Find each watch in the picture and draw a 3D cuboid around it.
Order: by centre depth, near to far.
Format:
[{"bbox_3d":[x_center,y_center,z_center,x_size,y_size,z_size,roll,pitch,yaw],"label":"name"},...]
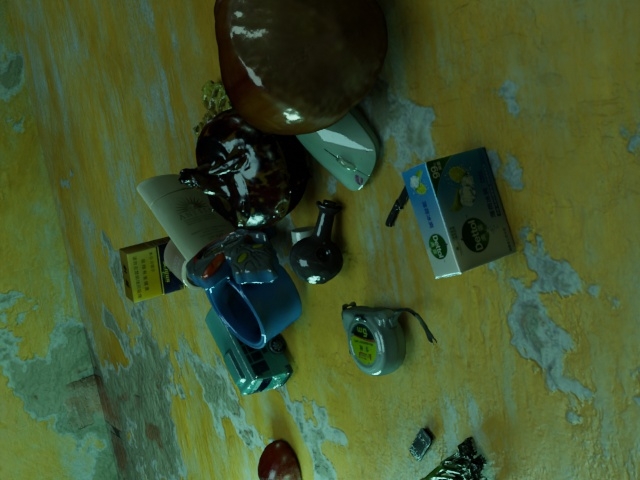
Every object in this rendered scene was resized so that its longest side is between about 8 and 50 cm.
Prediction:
[{"bbox_3d":[-0.152,0.119,2.064,0.305,0.241,0.274,11,130,56],"label":"watch"}]

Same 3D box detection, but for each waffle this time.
[{"bbox_3d":[-0.244,-0.276,2.148,0.291,0.051,0.291,32,130,47],"label":"waffle"}]

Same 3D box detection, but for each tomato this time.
[{"bbox_3d":[-0.125,0.637,2.348,0.139,0.091,0.159,10,111,53],"label":"tomato"}]

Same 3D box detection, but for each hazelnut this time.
[{"bbox_3d":[-0.050,-0.365,1.580,0.372,0.315,0.372,-171,90,-69],"label":"hazelnut"}]

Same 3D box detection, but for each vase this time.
[{"bbox_3d":[0.000,0.000,1.866,0.120,0.120,0.183,30,113,47],"label":"vase"}]

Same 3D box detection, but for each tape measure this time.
[{"bbox_3d":[0.162,0.208,1.728,0.330,0.084,0.164,4,110,57],"label":"tape measure"}]

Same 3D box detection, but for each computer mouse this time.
[{"bbox_3d":[0.006,-0.233,1.755,0.288,0.097,0.159,57,142,24],"label":"computer mouse"}]

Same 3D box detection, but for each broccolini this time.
[{"bbox_3d":[0.266,0.517,1.737,0.271,0.062,0.123,-59,40,42],"label":"broccolini"}]

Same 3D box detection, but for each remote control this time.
[{"bbox_3d":[0.216,0.436,1.819,0.039,0.014,0.096,51,143,30],"label":"remote control"}]

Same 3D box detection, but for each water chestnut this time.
[{"bbox_3d":[-0.178,-0.155,1.897,0.300,0.300,0.300,29,127,47],"label":"water chestnut"}]

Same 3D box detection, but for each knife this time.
[{"bbox_3d":[0.161,-0.084,1.668,0.023,0.010,0.170,53,141,28],"label":"knife"}]

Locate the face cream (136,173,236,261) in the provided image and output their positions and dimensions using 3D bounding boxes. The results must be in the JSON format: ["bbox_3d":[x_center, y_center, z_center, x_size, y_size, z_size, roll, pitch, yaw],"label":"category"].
[{"bbox_3d":[-0.342,-0.056,2.281,0.348,0.173,0.081,50,141,34],"label":"face cream"}]

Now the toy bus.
[{"bbox_3d":[-0.191,0.274,2.231,0.256,0.147,0.128,61,147,19],"label":"toy bus"}]

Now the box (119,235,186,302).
[{"bbox_3d":[-0.445,0.071,2.433,0.070,0.237,0.152,26,125,55],"label":"box"}]

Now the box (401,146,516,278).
[{"bbox_3d":[0.237,-0.048,1.452,0.073,0.139,0.194,-18,89,57],"label":"box"}]

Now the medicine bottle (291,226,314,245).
[{"bbox_3d":[-0.035,0.017,1.962,0.057,0.057,0.089,10,112,54],"label":"medicine bottle"}]

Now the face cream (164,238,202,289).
[{"bbox_3d":[-0.344,0.049,2.352,0.104,0.149,0.149,37,133,41],"label":"face cream"}]
